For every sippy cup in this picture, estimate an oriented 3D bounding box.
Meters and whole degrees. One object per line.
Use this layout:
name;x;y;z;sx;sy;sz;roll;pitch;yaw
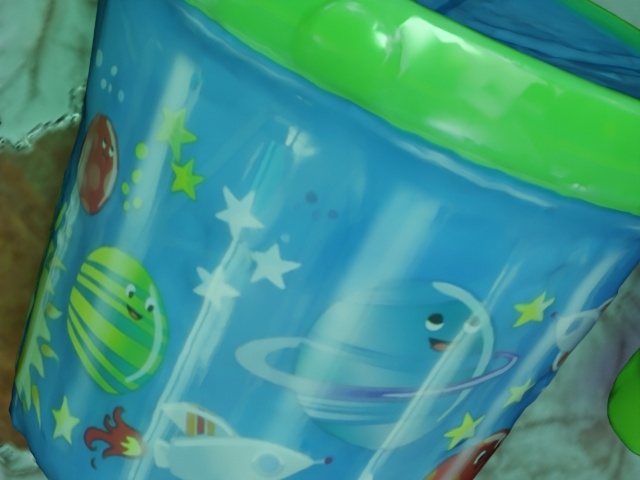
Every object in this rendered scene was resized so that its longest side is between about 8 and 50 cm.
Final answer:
sippy cup;0.000;0.000;0.567;0.305;0.240;0.224;31;108;13
